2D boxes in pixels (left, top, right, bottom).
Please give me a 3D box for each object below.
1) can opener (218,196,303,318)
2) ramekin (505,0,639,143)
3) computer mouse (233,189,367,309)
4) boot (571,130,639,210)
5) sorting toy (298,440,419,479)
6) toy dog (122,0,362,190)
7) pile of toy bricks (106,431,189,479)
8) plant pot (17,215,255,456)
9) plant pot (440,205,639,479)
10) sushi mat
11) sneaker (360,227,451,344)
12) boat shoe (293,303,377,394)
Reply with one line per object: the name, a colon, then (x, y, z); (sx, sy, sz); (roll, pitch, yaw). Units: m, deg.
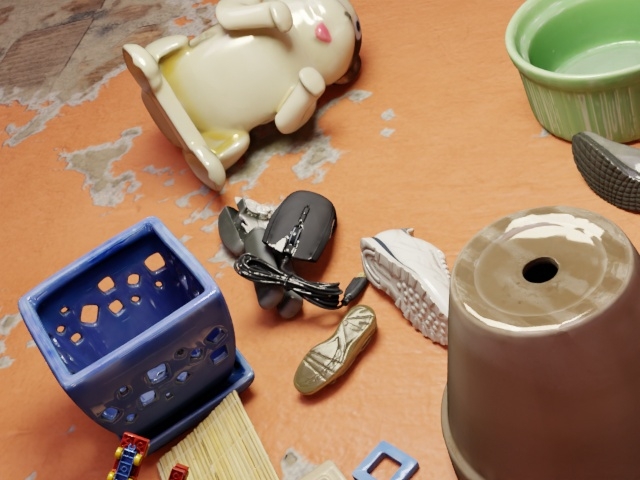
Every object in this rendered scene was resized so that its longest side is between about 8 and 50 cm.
can opener: (-0.092, 0.025, 1.611); (0.093, 0.074, 0.280); (-53, 33, 20)
ramekin: (0.451, -0.286, 1.608); (0.303, 0.148, 0.303); (-14, 40, 12)
computer mouse: (0.000, 0.000, 1.551); (0.184, 0.060, 0.262); (23, 34, 9)
boot: (0.488, -0.105, 1.457); (0.161, 0.083, 0.246); (-30, 45, -18)
sorting toy: (-0.023, 0.358, 1.205); (0.347, 0.047, 0.196); (-34, 40, -11)
toy dog: (-0.105, -0.304, 1.857); (0.408, 0.285, 0.395); (-34, 4, -9)
pile of toy bricks: (-0.228, 0.346, 1.278); (0.118, 0.105, 0.212); (19, 91, 4)
plant pot: (-0.241, 0.143, 1.427); (0.236, 0.212, 0.236); (-34, 40, -11)
plant pot: (0.267, 0.123, 1.142); (0.323, 0.280, 0.323); (-14, 39, 12)
sushi mat: (-0.116, 0.317, 1.260); (0.151, 0.019, 0.316); (-42, 31, 1)
sneaker: (0.146, 0.053, 1.440); (0.094, 0.090, 0.235); (-16, 41, -22)
boat shoe: (0.024, 0.156, 1.419); (0.056, 0.048, 0.153); (28, 67, 30)
